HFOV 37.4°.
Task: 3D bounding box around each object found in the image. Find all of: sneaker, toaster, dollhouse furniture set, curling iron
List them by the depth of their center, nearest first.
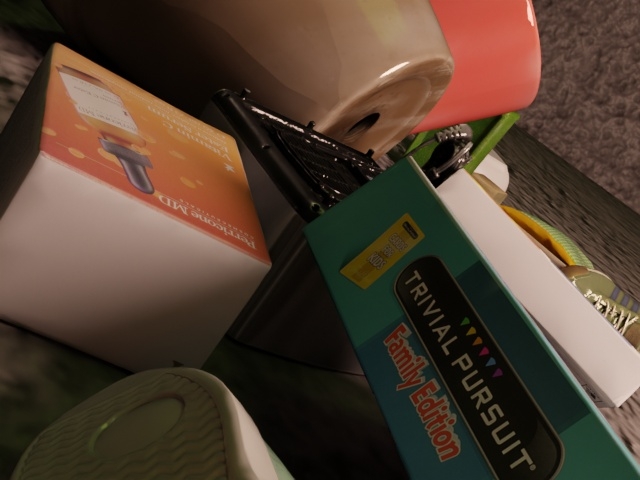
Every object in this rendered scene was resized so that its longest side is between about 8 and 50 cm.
[{"bbox_3d":[-0.023,0.146,0.325,0.256,0.094,0.151,26,-37,56],"label":"sneaker"},{"bbox_3d":[0.000,0.000,0.654,0.168,0.110,0.185,19,24,-41],"label":"toaster"},{"bbox_3d":[0.079,-0.043,0.829,0.035,0.068,0.274,59,-11,6],"label":"curling iron"},{"bbox_3d":[0.368,0.096,1.161,0.192,0.064,0.086,29,14,-30],"label":"sneaker"},{"bbox_3d":[0.288,-0.070,1.300,0.301,0.151,0.197,44,19,24],"label":"dollhouse furniture set"}]

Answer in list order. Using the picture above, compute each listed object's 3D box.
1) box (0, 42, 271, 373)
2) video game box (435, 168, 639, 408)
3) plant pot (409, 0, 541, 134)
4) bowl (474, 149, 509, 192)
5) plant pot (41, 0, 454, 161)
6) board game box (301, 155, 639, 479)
[{"bbox_3d":[-0.114,-0.019,0.524,0.130,0.091,0.170,27,19,-25],"label":"box"},{"bbox_3d":[0.160,0.049,0.773,0.205,0.048,0.187,48,-8,9],"label":"video game box"},{"bbox_3d":[0.090,-0.241,1.118,0.275,0.243,0.275,159,-90,-85],"label":"plant pot"},{"bbox_3d":[0.251,-0.140,1.579,0.142,0.053,0.142,30,17,-21],"label":"bowl"},{"bbox_3d":[-0.041,-0.198,0.824,0.280,0.323,0.323,54,22,12],"label":"plant pot"},{"bbox_3d":[0.125,0.136,0.453,0.254,0.079,0.336,50,8,-32],"label":"board game box"}]
